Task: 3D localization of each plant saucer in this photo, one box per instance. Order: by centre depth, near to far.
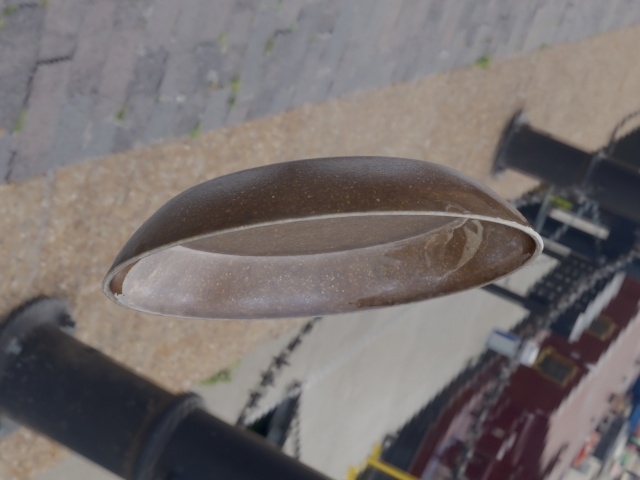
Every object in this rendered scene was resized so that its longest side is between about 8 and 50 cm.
[{"bbox_3d":[0.000,0.000,0.567,0.198,0.198,0.036,40,44,-70],"label":"plant saucer"}]
